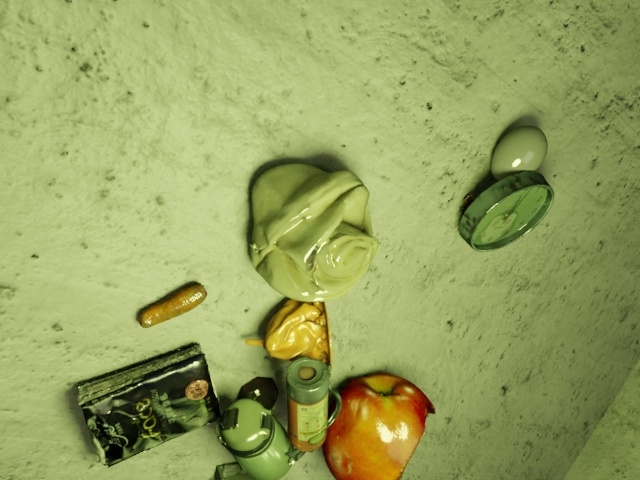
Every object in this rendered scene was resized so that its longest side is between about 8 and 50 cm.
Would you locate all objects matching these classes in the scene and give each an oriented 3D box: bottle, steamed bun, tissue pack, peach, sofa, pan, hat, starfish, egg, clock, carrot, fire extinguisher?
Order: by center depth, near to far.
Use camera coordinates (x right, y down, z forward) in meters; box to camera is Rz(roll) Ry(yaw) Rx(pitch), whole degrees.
[{"bbox_3d":[-0.377,0.170,1.272,0.186,0.060,0.060,-29,122,-12],"label":"carrot"},{"bbox_3d":[0.000,0.000,1.285,0.343,0.255,0.367,-6,115,-29],"label":"steamed bun"},{"bbox_3d":[-0.442,0.438,1.313,0.332,0.123,0.245,-17,116,-21],"label":"tissue pack"},{"bbox_3d":[-0.008,0.479,1.389,0.200,0.113,0.376,-12,129,-20],"label":"fire extinguisher"},{"bbox_3d":[-0.099,0.275,1.422,0.233,0.244,0.233,-6,77,-9],"label":"hat"},{"bbox_3d":[-0.186,0.570,1.428,0.168,0.168,0.347,-31,141,-14],"label":"bottle"},{"bbox_3d":[-0.201,0.517,1.522,0.128,0.048,0.202,15,103,-33],"label":"pan"},{"bbox_3d":[0.625,-0.270,1.569,0.198,0.146,0.146,-48,125,8],"label":"egg"},{"bbox_3d":[-0.252,0.747,1.573,0.147,0.085,0.060,9,110,-31],"label":"sofa"},{"bbox_3d":[0.169,0.609,1.607,0.335,0.310,0.405,-30,146,-61],"label":"peach"},{"bbox_3d":[0.603,-0.086,1.608,0.319,0.066,0.318,-17,143,-13],"label":"clock"},{"bbox_3d":[0.489,-0.115,1.636,0.091,0.028,0.078,-45,130,-8],"label":"starfish"}]
